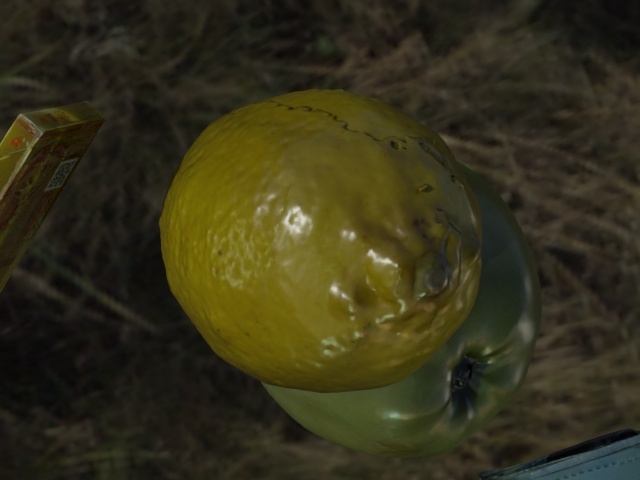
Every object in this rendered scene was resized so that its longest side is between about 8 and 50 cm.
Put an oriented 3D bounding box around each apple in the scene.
[{"bbox_3d":[0.079,0.071,1.828,0.357,0.357,0.357,11,72,-36],"label":"apple"}]

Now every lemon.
[{"bbox_3d":[0.000,0.000,1.078,0.204,0.260,0.204,-8,104,-33],"label":"lemon"}]

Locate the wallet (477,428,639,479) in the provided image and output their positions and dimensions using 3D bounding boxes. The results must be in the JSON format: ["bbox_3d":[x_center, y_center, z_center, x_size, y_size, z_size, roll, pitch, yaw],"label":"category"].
[{"bbox_3d":[0.221,0.281,1.235,0.176,0.075,0.250,-13,89,-24],"label":"wallet"}]

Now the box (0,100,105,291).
[{"bbox_3d":[-0.200,-0.019,1.030,0.022,0.156,0.089,37,21,9],"label":"box"}]
